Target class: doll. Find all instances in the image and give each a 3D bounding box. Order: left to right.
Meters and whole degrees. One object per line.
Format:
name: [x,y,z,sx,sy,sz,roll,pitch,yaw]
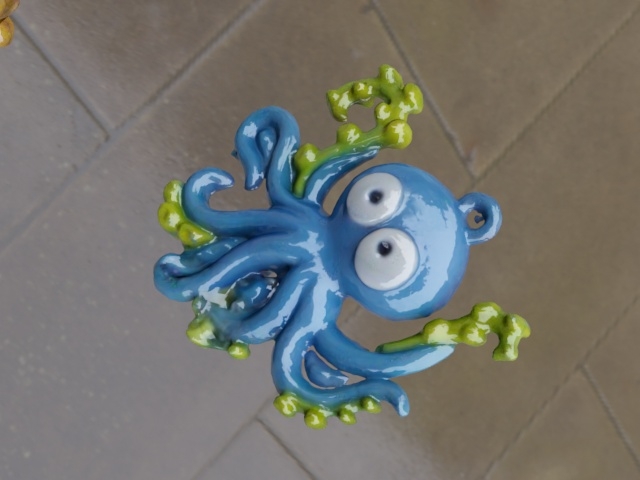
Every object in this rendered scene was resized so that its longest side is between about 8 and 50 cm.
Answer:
doll: [0.000,0.000,1.078,0.342,0.346,0.099,-13,155,12]

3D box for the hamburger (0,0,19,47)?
hamburger: [-0.581,-0.443,1.893,0.237,0.276,0.276,37,82,-2]
